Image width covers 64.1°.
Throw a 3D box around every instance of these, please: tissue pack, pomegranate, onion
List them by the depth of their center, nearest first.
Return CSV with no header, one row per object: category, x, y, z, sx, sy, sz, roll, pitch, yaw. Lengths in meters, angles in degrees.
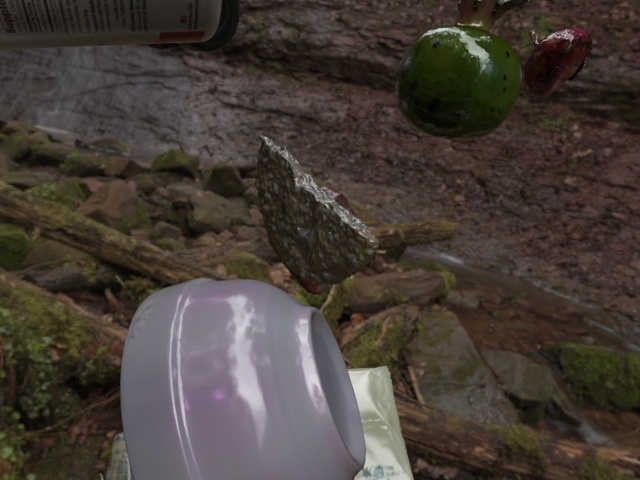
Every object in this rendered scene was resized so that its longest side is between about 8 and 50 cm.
pomegranate,0.203,-0.254,0.725,0.182,0.224,0.181,16,11,-3
tissue pack,-0.033,0.405,0.938,0.381,0.207,0.297,-4,42,-4
onion,0.465,-0.383,1.051,0.150,0.150,0.140,-5,52,-49

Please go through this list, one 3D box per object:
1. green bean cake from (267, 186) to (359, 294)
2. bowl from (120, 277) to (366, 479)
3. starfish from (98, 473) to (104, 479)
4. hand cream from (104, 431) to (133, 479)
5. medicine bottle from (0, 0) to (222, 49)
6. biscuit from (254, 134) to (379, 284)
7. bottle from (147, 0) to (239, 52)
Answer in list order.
green bean cake,0.000,0.000,0.789,0.056,0.136,0.135,38,-15,54
bowl,-0.048,0.161,0.498,0.144,0.286,0.287,-19,12,7
starfish,-0.405,0.506,0.852,0.050,0.223,0.216,31,43,-20
hand cream,-0.257,0.324,0.664,0.061,0.039,0.143,-3,57,2
medicine bottle,-0.252,-0.269,0.491,0.289,0.156,0.157,-10,21,-20
biscuit,-0.026,-0.022,0.652,0.032,0.133,0.250,-8,42,-38
bottle,-0.265,-0.403,0.880,0.156,0.143,0.271,4,19,-45
